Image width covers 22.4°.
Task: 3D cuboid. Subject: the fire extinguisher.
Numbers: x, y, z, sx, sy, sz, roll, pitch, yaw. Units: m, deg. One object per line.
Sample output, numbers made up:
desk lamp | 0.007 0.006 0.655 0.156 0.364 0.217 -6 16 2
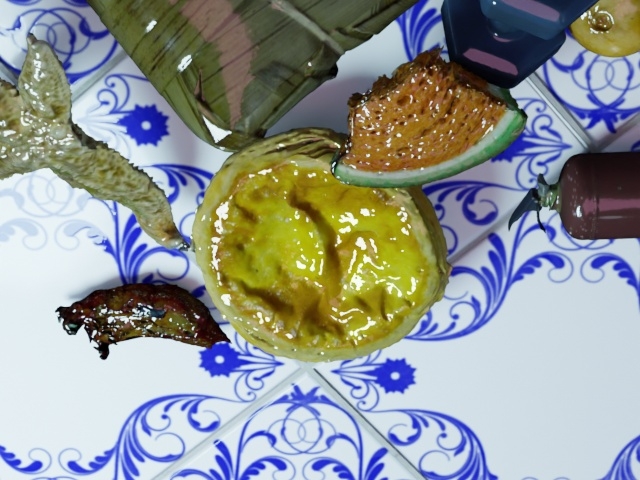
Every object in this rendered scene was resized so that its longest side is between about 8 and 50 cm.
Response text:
fire extinguisher | 0.414 -0.053 2.069 0.337 0.114 0.135 -1 143 1

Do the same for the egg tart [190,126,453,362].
egg tart | -0.001 -0.001 2.084 0.341 0.132 0.341 1 116 2

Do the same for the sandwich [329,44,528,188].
sandwich | 0.114 -0.142 1.931 0.235 0.079 0.159 -31 117 19

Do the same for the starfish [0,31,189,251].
starfish | -0.369 -0.111 1.952 0.324 0.082 0.432 1 152 18

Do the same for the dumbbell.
dumbbell | 0.228 -0.278 1.839 0.156 0.316 0.143 21 81 -1

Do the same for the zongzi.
zongzi | -0.095 -0.421 1.888 0.467 0.218 0.500 -41 100 -7

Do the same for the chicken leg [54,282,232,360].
chicken leg | -0.240 0.106 2.177 0.234 0.063 0.105 -5 121 2

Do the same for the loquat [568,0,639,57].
loquat | 0.358 -0.292 1.938 0.141 0.141 0.141 0 116 0
